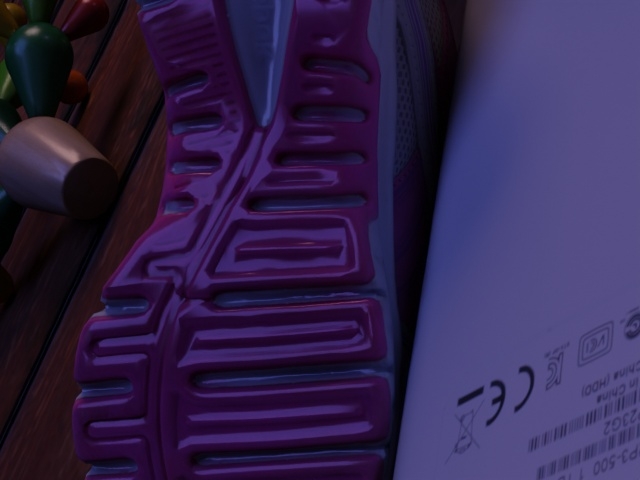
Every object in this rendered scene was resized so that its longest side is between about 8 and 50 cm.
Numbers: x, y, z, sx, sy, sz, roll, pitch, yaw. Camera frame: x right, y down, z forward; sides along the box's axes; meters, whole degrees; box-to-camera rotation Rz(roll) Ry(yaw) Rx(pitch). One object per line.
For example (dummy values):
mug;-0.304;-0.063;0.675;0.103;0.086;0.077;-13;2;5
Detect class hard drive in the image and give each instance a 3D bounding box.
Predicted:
hard drive;0.095;-0.026;0.409;0.203;0.040;0.308;-35;35;48

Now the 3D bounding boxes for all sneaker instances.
sneaker;0.000;0.000;0.526;0.103;0.111;0.252;5;84;26

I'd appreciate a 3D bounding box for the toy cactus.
toy cactus;-0.165;-0.046;0.944;0.180;0.112;0.219;27;87;49
